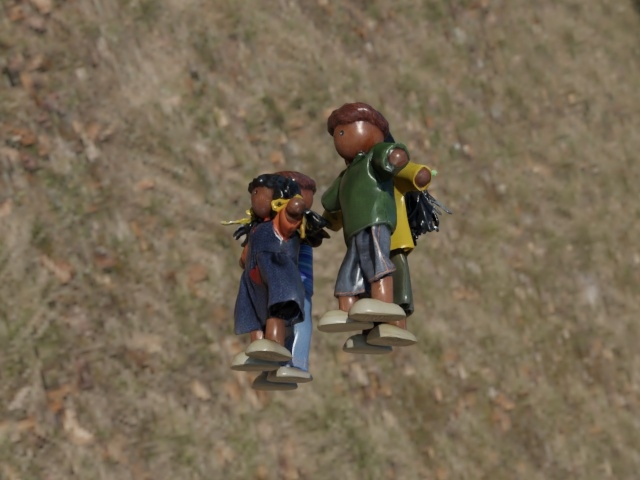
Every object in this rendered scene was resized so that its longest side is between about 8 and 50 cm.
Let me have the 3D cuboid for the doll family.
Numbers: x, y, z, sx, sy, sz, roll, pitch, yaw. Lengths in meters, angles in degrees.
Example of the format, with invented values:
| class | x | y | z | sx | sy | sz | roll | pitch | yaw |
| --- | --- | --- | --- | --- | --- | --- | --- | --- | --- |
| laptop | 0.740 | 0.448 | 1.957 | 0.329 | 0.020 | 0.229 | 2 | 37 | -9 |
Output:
| class | x | y | z | sx | sy | sz | roll | pitch | yaw |
| --- | --- | --- | --- | --- | --- | --- | --- | --- | --- |
| doll family | 0.000 | 0.000 | 0.590 | 0.076 | 0.193 | 0.111 | 10 | 69 | -34 |
